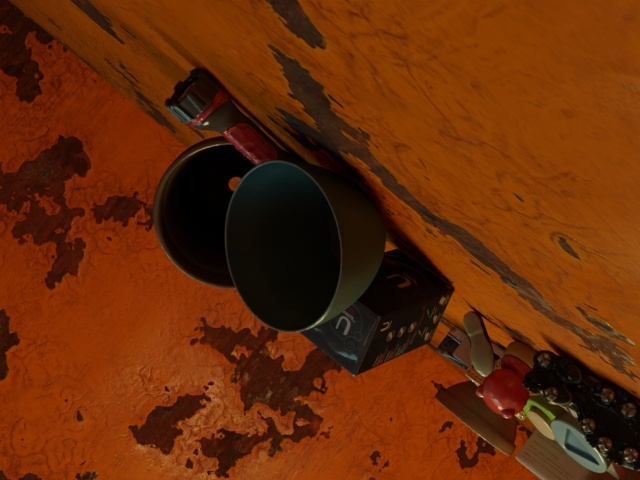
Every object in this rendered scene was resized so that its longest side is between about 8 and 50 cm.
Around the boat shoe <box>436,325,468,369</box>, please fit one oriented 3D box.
[{"bbox_3d":[0.440,0.357,2.400,0.301,0.102,0.108,39,176,5],"label":"boat shoe"}]

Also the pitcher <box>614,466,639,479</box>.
[{"bbox_3d":[0.675,0.580,2.055,0.178,0.207,0.125,37,176,13],"label":"pitcher"}]

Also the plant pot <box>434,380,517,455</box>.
[{"bbox_3d":[0.413,0.426,2.291,0.237,0.109,0.237,37,-179,-1],"label":"plant pot"}]

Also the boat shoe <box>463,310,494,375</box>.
[{"bbox_3d":[0.330,0.212,1.881,0.043,0.049,0.136,10,-118,-69],"label":"boat shoe"}]

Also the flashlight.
[{"bbox_3d":[-0.147,-0.187,1.701,0.304,0.103,0.103,42,172,-26],"label":"flashlight"}]

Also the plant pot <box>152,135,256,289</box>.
[{"bbox_3d":[-0.191,-0.093,1.992,0.323,0.323,0.280,40,-168,-15],"label":"plant pot"}]

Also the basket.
[{"bbox_3d":[0.440,0.333,2.149,0.167,0.103,0.113,40,177,-24],"label":"basket"}]

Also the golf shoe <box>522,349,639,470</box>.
[{"bbox_3d":[0.472,0.280,1.530,0.120,0.105,0.273,21,-164,-46],"label":"golf shoe"}]

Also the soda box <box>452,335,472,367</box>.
[{"bbox_3d":[0.442,0.331,2.300,0.216,0.074,0.069,37,176,20],"label":"soda box"}]

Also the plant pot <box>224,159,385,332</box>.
[{"bbox_3d":[0.000,0.000,1.581,0.196,0.290,0.290,-9,-146,-44],"label":"plant pot"}]

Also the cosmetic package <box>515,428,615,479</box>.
[{"bbox_3d":[0.561,0.467,1.997,0.151,0.183,0.151,33,173,43],"label":"cosmetic package"}]

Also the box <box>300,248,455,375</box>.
[{"bbox_3d":[0.110,0.132,1.777,0.165,0.143,0.270,35,-151,28],"label":"box"}]

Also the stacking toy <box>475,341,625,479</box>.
[{"bbox_3d":[0.464,0.379,1.811,0.309,0.130,0.279,34,157,40],"label":"stacking toy"}]
